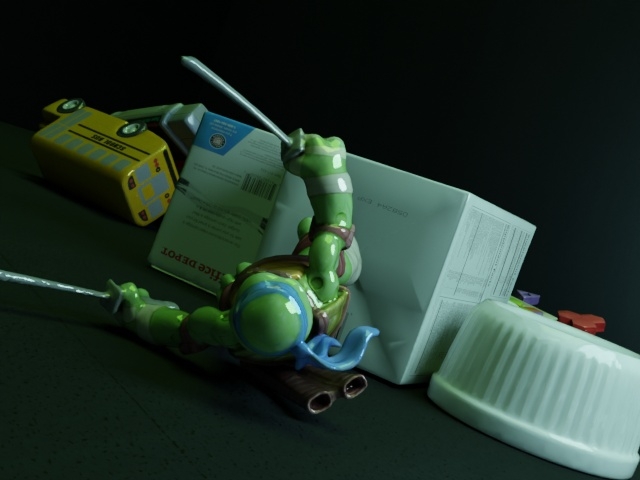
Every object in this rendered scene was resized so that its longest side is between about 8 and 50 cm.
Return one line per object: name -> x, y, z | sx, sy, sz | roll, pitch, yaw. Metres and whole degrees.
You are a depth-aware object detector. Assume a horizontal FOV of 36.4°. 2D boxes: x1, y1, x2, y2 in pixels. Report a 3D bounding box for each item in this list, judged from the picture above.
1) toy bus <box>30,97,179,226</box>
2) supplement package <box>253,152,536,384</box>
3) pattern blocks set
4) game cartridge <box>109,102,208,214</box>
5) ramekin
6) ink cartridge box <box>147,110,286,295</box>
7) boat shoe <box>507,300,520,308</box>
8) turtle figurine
toy bus -> -0.364, -0.135, 1.606 | 0.333, 0.130, 0.108 | 23, -40, 39
supplement package -> 0.083, 0.030, 1.064 | 0.199, 0.198, 0.263 | 21, 3, 27
pattern blocks set -> 0.286, 0.121, 1.590 | 0.285, 0.026, 0.325 | 20, 19, 38
game cartridge -> -0.248, -0.132, 1.687 | 0.355, 0.068, 0.230 | 3, -37, 52
ramekin -> 0.216, 0.134, 0.930 | 0.207, 0.109, 0.207 | 20, 3, -1
ink cartridge box -> -0.095, -0.034, 1.120 | 0.139, 0.190, 0.082 | 22, 2, 25
boat shoe -> 0.132, 0.099, 1.259 | 0.267, 0.096, 0.088 | 9, -30, 12
turtle figurine -> -0.063, -0.003, 0.745 | 0.275, 0.198, 0.266 | 24, 0, 7
